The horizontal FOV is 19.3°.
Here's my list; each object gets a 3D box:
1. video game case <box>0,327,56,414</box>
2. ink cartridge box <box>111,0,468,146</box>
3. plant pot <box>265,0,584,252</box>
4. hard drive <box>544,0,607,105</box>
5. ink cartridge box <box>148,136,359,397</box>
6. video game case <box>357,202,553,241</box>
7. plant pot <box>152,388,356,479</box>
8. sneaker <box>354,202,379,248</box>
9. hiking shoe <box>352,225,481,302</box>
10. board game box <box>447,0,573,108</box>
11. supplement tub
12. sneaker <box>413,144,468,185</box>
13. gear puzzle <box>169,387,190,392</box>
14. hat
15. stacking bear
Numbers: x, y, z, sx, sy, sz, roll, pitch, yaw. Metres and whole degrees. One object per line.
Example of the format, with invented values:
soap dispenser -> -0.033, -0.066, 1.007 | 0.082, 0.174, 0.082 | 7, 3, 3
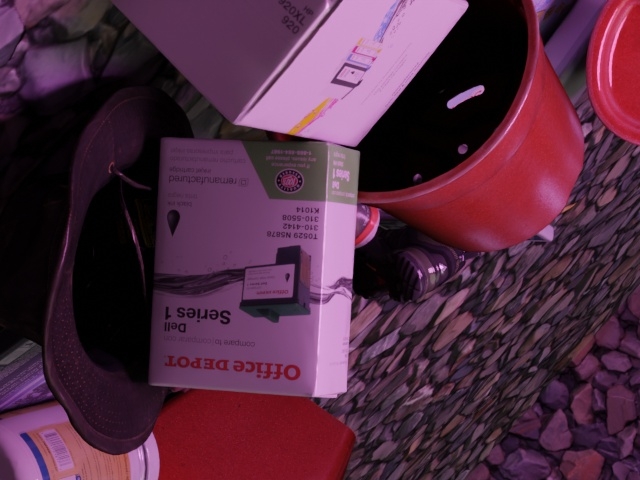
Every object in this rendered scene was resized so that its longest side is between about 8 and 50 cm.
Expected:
video game case -> -0.287, 0.133, 1.862 | 0.196, 0.026, 0.274 | -34, 166, 18
ink cartridge box -> -0.023, -0.199, 1.568 | 0.168, 0.171, 0.232 | -51, 160, 15
plant pot -> 0.119, -0.120, 1.794 | 0.272, 0.272, 0.265 | -46, 149, 4
hard drive -> 0.346, -0.280, 2.239 | 0.353, 0.047, 0.233 | -54, 169, -4
ink cartridge box -> -0.058, 0.025, 1.632 | 0.092, 0.160, 0.219 | 7, 86, -73
video game case -> 0.160, -0.028, 2.286 | 0.183, 0.201, 0.023 | 25, 68, -62
plant pot -> -0.101, 0.308, 2.352 | 0.236, 0.267, 0.267 | -50, 167, -26
sneaker -> 0.000, 0.000, 2.238 | 0.065, 0.061, 0.158 | 25, 126, -32
hiking shoe -> 0.104, 0.022, 2.261 | 0.114, 0.227, 0.086 | -17, 107, -21
board game box -> 0.170, -0.247, 2.033 | 0.318, 0.066, 0.318 | -31, 156, -38
supplement tub -> -0.273, 0.236, 1.897 | 0.199, 0.144, 0.144 | -10, 141, -52
sneaker -> 0.185, -0.066, 2.365 | 0.105, 0.115, 0.281 | -50, 161, 14
gear puzzle -> -0.102, 0.069, 2.156 | 0.175, 0.044, 0.339 | -38, 160, -20
hat -> -0.212, 0.019, 1.630 | 0.331, 0.134, 0.331 | 4, 90, -73
stacking bear -> 0.389, -0.201, 2.154 | 0.164, 0.175, 0.289 | -60, 175, 14
